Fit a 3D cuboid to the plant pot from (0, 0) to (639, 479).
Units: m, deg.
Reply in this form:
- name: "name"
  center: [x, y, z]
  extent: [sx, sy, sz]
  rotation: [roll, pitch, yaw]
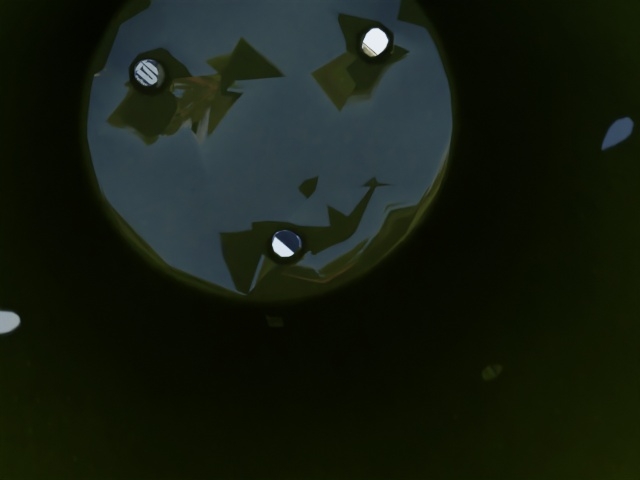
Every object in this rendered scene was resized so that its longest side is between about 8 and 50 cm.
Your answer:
- name: "plant pot"
  center: [0.000, 0.000, 0.490]
  extent: [0.275, 0.274, 0.293]
  rotation: [-6, -160, -7]

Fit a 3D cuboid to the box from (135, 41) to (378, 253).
- name: "box"
  center: [-0.017, -0.065, 0.805]
  extent: [0.184, 0.045, 0.190]
  rotation: [39, -158, -9]
